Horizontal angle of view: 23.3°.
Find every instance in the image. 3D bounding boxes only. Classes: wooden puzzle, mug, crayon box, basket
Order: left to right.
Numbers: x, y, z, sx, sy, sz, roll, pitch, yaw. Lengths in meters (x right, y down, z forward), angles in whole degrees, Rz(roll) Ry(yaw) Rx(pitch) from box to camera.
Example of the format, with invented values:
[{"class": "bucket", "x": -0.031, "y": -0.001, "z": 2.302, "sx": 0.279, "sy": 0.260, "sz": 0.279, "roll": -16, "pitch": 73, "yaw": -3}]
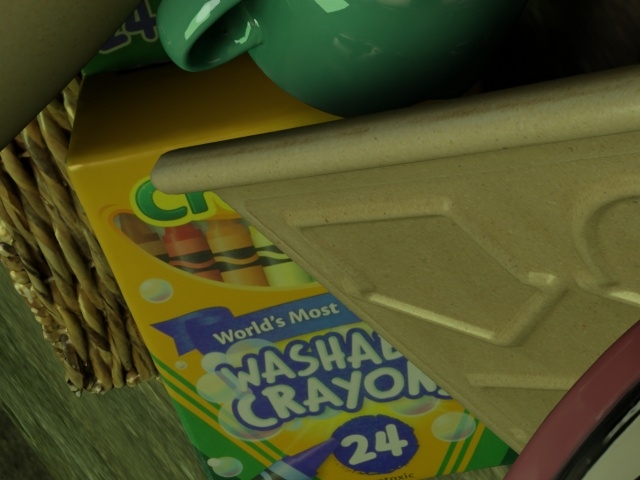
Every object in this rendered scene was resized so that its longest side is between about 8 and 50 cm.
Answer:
[{"class": "basket", "x": -0.094, "y": -0.093, "z": 0.933, "sx": 0.223, "sy": 0.213, "sz": 0.299, "roll": -93, "pitch": -14, "yaw": -51}, {"class": "crayon box", "x": 0.000, "y": 0.000, "z": 0.816, "sx": 0.083, "sy": 0.203, "sz": 0.323, "roll": -90, "pitch": -14, "yaw": -50}, {"class": "mug", "x": 0.023, "y": -0.118, "z": 0.651, "sx": 0.129, "sy": 0.158, "sz": 0.097, "roll": 32, "pitch": 156, "yaw": 3}, {"class": "wooden puzzle", "x": 0.146, "y": 0.028, "z": 0.623, "sx": 0.348, "sy": 0.080, "sz": 0.322, "roll": 36, "pitch": 158, "yaw": -29}]

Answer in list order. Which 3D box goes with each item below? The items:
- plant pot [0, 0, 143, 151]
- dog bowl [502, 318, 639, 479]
[{"class": "plant pot", "x": -0.152, "y": -0.160, "z": 0.622, "sx": 0.256, "sy": 0.274, "sz": 0.256, "roll": 52, "pitch": -161, "yaw": -26}, {"class": "dog bowl", "x": 0.208, "y": 0.156, "z": 0.442, "sx": 0.408, "sy": 0.408, "sz": 0.150, "roll": 65, "pitch": 176, "yaw": -29}]
